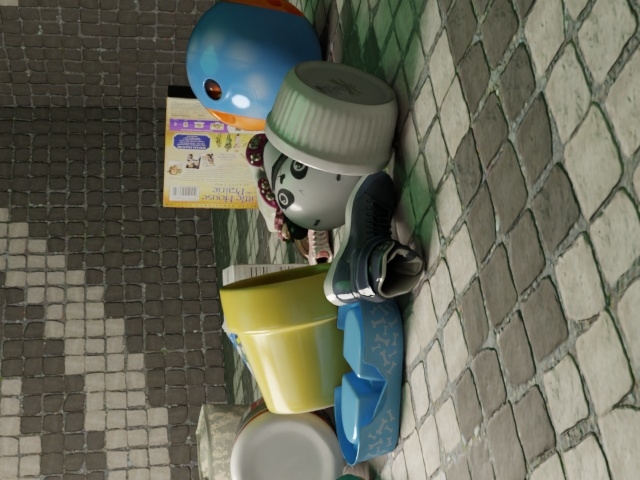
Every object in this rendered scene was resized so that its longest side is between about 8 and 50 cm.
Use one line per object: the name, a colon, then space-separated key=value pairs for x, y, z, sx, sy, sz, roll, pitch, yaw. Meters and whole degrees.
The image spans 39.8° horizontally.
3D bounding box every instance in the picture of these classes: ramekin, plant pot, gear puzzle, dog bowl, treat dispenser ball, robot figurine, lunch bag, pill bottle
ramekin: x=0.025 y=-0.198 z=1.383 sx=0.207 sy=0.207 sz=0.109 roll=-109 pitch=31 yaw=-54
plant pot: x=-0.039 y=0.177 z=1.607 sx=0.254 sy=0.254 sz=0.239 roll=-177 pitch=77 yaw=-77
gear puzzle: x=-0.070 y=-0.082 z=1.987 sx=0.339 sy=0.044 sz=0.176 roll=49 pitch=-131 yaw=-85
dog bowl: x=0.079 y=0.221 z=1.451 sx=0.166 sy=0.074 sz=0.297 roll=-134 pitch=45 yaw=-71
treat dispenser ball: x=-0.139 y=-0.377 z=1.871 sx=0.288 sy=0.288 sz=0.288 roll=179 pitch=90 yaw=-77
robot figurine: x=-0.015 y=-0.132 z=1.601 sx=0.278 sy=0.173 sz=0.209 roll=-112 pitch=-3 yaw=-58
lunch bag: x=-0.198 y=0.584 z=2.335 sx=0.287 sy=0.235 sz=0.169 roll=-105 pitch=24 yaw=-48
pill bottle: x=-0.069 y=0.414 z=1.769 sx=0.363 sy=0.210 sz=0.210 roll=157 pitch=111 yaw=-86

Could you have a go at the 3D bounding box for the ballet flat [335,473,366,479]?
ballet flat: x=0.082 y=0.451 z=1.482 sx=0.248 sy=0.086 sz=0.086 roll=166 pitch=103 yaw=-78

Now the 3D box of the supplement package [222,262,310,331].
supplement package: x=-0.103 y=0.127 z=1.954 sx=0.194 sy=0.203 sz=0.149 roll=161 pitch=108 yaw=-76

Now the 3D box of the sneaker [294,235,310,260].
sneaker: x=-0.021 y=-0.051 z=1.881 sx=0.071 sy=0.066 sz=0.188 roll=158 pitch=110 yaw=-76

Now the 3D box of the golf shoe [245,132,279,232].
golf shoe: x=-0.132 y=-0.151 z=2.273 sx=0.140 sy=0.115 sz=0.306 roll=97 pitch=166 yaw=-45

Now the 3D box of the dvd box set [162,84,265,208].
dvd box set: x=-0.291 y=-0.256 z=2.523 sx=0.420 sy=0.307 sz=0.062 roll=102 pitch=165 yaw=-47

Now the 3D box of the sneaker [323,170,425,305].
sneaker: x=0.100 y=-0.010 z=1.334 sx=0.163 sy=0.086 sz=0.226 roll=-10 pitch=60 yaw=58

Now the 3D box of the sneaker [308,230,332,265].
sneaker: x=0.000 y=0.000 z=1.835 sx=0.070 sy=0.051 sz=0.134 roll=-134 pitch=41 yaw=-69

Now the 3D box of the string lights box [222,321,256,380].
string lights box: x=-0.133 y=0.283 z=2.138 sx=0.260 sy=0.076 sz=0.133 roll=57 pitch=159 yaw=10
